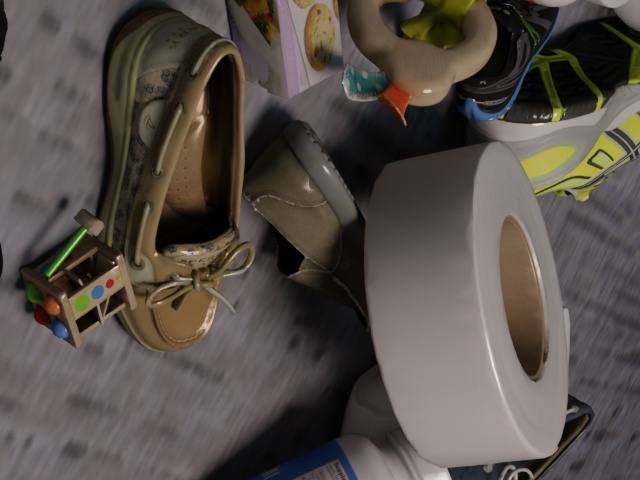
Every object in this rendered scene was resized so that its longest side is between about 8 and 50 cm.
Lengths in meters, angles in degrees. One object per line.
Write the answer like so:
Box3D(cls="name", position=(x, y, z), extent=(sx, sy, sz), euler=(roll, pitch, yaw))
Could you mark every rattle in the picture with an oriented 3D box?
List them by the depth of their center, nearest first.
Box3D(cls="rattle", position=(0.062, -0.130, 1.068), extent=(0.143, 0.130, 0.200), euler=(-46, -158, 49))

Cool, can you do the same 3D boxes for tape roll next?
Box3D(cls="tape roll", position=(0.137, 0.059, 1.151), extent=(0.286, 0.100, 0.286), euler=(-10, 90, -68))

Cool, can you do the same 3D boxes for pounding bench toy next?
Box3D(cls="pounding bench toy", position=(-0.183, 0.025, 0.943), extent=(0.065, 0.052, 0.083), euler=(-36, 135, -30))

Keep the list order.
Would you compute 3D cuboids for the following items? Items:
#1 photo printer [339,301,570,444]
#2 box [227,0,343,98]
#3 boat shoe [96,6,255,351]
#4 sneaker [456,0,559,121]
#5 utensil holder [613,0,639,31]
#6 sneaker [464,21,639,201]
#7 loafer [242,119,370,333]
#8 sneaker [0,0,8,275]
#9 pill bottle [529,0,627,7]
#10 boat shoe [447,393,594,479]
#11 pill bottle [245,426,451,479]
Box3D(cls="photo printer", position=(0.140, 0.210, 1.390), extent=(0.307, 0.107, 0.256), euler=(-29, 131, -37))
Box3D(cls="box", position=(-0.038, -0.259, 0.933), extent=(0.067, 0.063, 0.324), euler=(-34, 135, -33))
Box3D(cls="boat shoe", position=(-0.105, -0.028, 0.972), extent=(0.104, 0.089, 0.285), euler=(-28, 131, -38))
Box3D(cls="sneaker", position=(0.173, -0.199, 1.186), extent=(0.078, 0.067, 0.188), euler=(69, 41, -60))
Box3D(cls="utensil holder", position=(0.513, -0.337, 1.240), extent=(0.327, 0.385, 0.328), euler=(-22, 120, -44))
Box3D(cls="sneaker", position=(0.286, -0.130, 1.355), extent=(0.384, 0.145, 0.147), euler=(-13, 132, -35))
Box3D(cls="loafer", position=(0.000, 0.000, 1.131), extent=(0.087, 0.094, 0.251), euler=(-29, 132, 2))
Box3D(cls="sneaker", position=(-0.228, -0.093, 0.782), extent=(0.124, 0.107, 0.283), euler=(-43, 139, -33))
Box3D(cls="pill bottle", position=(0.175, -0.257, 1.078), extent=(0.108, 0.193, 0.108), euler=(-27, 130, -37))
Box3D(cls="boat shoe", position=(0.180, 0.243, 1.300), extent=(0.254, 0.079, 0.095), euler=(-39, 135, -28))
Box3D(cls="pill bottle", position=(0.009, 0.254, 1.189), extent=(0.221, 0.124, 0.124), euler=(-23, 132, -10))
